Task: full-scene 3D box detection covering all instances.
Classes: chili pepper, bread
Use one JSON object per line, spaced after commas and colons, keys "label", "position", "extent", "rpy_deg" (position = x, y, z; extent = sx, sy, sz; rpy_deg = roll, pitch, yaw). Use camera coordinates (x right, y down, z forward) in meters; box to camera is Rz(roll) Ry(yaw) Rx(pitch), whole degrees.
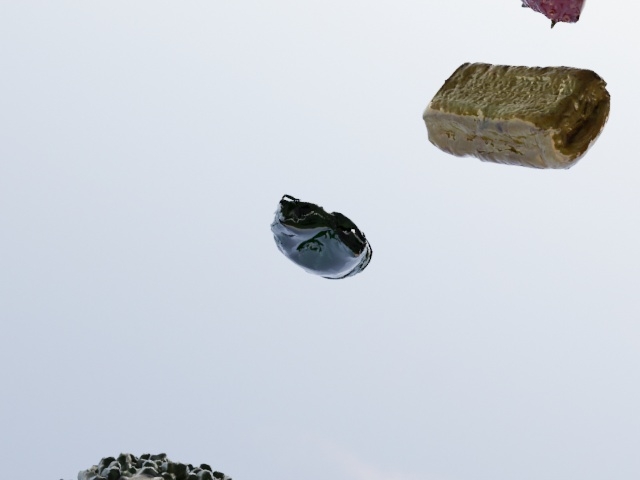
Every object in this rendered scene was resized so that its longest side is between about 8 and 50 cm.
{"label": "chili pepper", "position": [-0.001, 0.002, 1.039], "extent": [0.098, 0.061, 0.224], "rpy_deg": [21, 180, 8]}
{"label": "bread", "position": [0.212, -0.138, 1.259], "extent": [0.211, 0.114, 0.083], "rpy_deg": [17, 153, 49]}

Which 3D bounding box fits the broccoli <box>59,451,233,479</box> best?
{"label": "broccoli", "position": [-0.117, 0.269, 0.832], "extent": [0.243, 0.273, 0.180], "rpy_deg": [1, -168, 3]}

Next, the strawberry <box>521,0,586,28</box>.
{"label": "strawberry", "position": [0.222, -0.280, 1.056], "extent": [0.082, 0.187, 0.146], "rpy_deg": [-1, -116, -15]}
